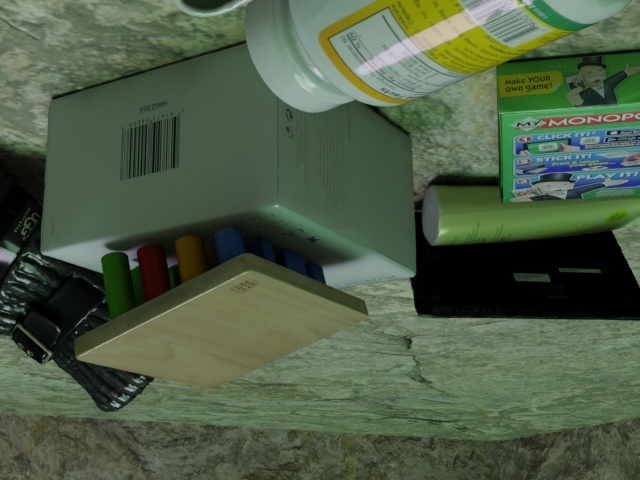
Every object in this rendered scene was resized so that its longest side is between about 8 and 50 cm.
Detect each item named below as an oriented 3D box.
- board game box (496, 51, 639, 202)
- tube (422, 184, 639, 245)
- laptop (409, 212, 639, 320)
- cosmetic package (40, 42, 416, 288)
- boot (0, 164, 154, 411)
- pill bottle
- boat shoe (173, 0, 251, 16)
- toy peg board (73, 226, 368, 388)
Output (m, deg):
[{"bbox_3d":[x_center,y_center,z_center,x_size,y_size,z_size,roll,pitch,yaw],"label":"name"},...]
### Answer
[{"bbox_3d":[0.306,-0.093,0.863,0.317,0.046,0.213,-3,162,9],"label":"board game box"},{"bbox_3d":[0.225,-0.027,1.060,0.240,0.062,0.070,-2,-156,-12],"label":"tube"},{"bbox_3d":[0.194,0.044,1.146,0.234,0.264,0.136,1,126,-5],"label":"laptop"},{"bbox_3d":[-0.069,-0.040,0.872,0.224,0.138,0.225,-10,162,29],"label":"cosmetic package"},{"bbox_3d":[-0.296,0.073,1.072,0.260,0.131,0.348,35,149,-18],"label":"boot"},{"bbox_3d":[0.057,-0.142,0.575,0.118,0.117,0.208,15,157,-40],"label":"pill bottle"},{"bbox_3d":[0.004,-0.173,0.482,0.096,0.088,0.268,13,165,-39],"label":"boat shoe"},{"bbox_3d":[-0.077,0.038,0.798,0.161,0.079,0.161,-27,153,24],"label":"toy peg board"}]
